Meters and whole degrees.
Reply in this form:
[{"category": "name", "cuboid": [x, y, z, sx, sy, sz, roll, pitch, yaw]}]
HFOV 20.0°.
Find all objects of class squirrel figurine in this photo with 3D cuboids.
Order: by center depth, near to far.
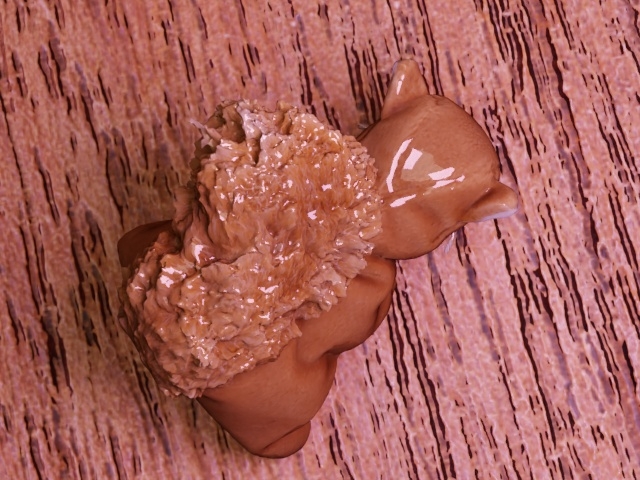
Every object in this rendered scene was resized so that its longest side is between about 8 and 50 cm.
[{"category": "squirrel figurine", "cuboid": [0.000, 0.000, 1.742, 0.370, 0.397, 0.281, -34, 77, 9]}]
